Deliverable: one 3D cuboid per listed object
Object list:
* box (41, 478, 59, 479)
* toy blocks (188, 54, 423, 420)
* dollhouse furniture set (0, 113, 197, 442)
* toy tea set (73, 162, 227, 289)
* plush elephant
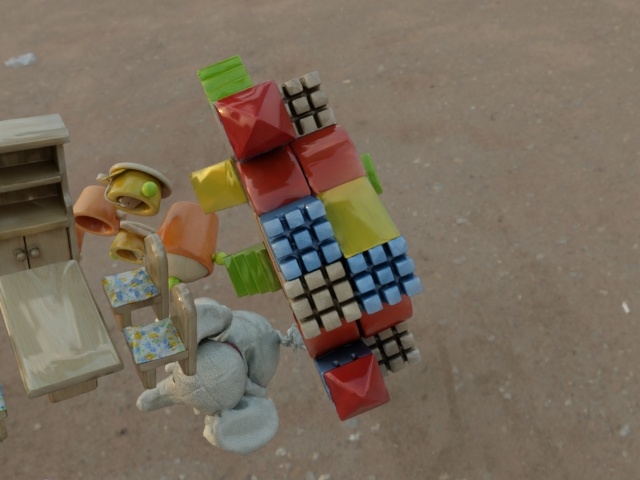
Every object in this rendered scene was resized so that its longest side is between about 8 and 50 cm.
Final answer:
[{"bbox_3d":[-0.267,0.371,0.799,0.214,0.117,0.243,8,-12,-4],"label":"box"},{"bbox_3d":[0.000,0.000,0.616,0.191,0.381,0.261,-22,11,-5],"label":"toy blocks"},{"bbox_3d":[-0.247,0.022,0.592,0.212,0.161,0.242,-15,44,-27],"label":"dollhouse furniture set"},{"bbox_3d":[-0.296,0.008,0.998,0.336,0.200,0.124,-14,55,43],"label":"toy tea set"},{"bbox_3d":[-0.184,0.226,1.141,0.330,0.271,0.255,-26,-5,27],"label":"plush elephant"}]
